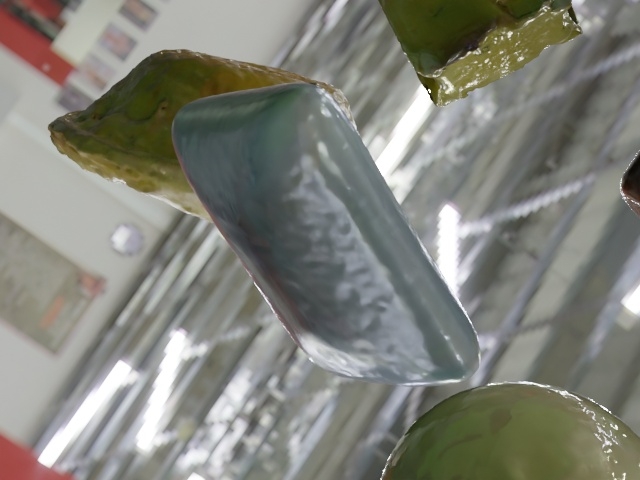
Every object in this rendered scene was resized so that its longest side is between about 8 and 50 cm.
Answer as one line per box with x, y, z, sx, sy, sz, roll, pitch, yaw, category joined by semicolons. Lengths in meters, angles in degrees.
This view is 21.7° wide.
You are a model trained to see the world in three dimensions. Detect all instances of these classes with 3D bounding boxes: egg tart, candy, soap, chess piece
-0.077;-0.094;1.448;0.319;0.319;0.128;-123;-132;-77;egg tart
0.000;0.000;0.849;0.071;0.174;0.138;-41;-160;-24;candy
0.096;-0.232;1.302;0.135;0.233;0.076;-27;153;6;soap
0.096;0.170;0.744;0.299;0.167;0.167;78;33;-50;chess piece

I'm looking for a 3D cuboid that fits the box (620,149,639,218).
0.404;-0.018;1.112;0.339;0.239;0.229;38;-89;33;box
